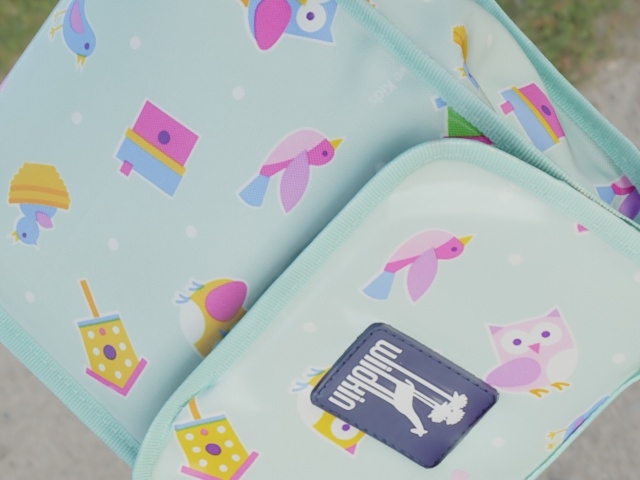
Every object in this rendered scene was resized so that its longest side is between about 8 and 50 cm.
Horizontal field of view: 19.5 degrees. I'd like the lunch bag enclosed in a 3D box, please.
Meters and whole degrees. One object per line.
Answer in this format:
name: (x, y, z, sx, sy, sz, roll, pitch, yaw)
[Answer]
lunch bag: (0.000, 0.000, 0.745, 0.262, 0.160, 0.223, 47, 114, 14)
